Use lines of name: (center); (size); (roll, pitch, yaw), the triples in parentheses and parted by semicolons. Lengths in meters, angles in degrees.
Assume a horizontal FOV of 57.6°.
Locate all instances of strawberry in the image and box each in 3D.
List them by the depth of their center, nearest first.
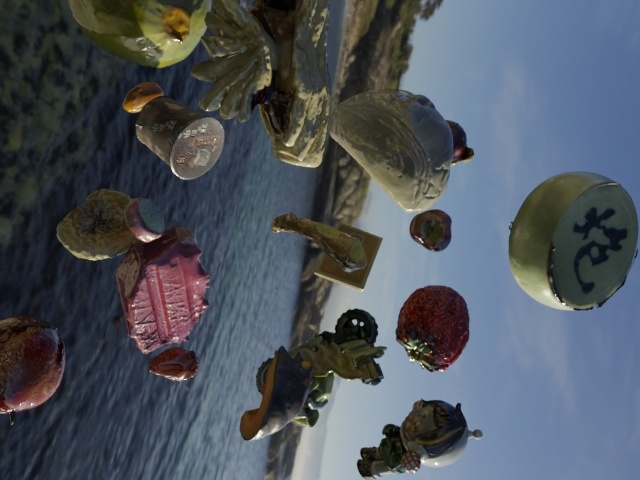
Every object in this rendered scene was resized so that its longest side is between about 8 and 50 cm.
strawberry: (-0.428, 0.368, 1.719); (0.048, 0.152, 0.104); (7, -81, 60)
strawberry: (0.405, 0.293, 2.016); (0.288, 0.238, 0.250); (-44, 140, -24)

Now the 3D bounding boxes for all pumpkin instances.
pumpkin: (-0.088, 0.394, 1.374); (0.254, 0.130, 0.149); (-61, -158, 23)

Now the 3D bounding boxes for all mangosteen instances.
mangosteen: (0.464, -0.344, 2.108); (0.166, 0.180, 0.166); (-40, -155, 23)

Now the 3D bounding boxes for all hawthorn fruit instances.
hawthorn fruit: (-0.919, 0.367, 1.722); (0.316, 0.315, 0.316); (11, 90, -88)

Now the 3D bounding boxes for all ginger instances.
ginger: (0.000, 0.000, 1.640); (0.086, 0.294, 0.131); (-61, 171, -27)

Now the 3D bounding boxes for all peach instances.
peach: (0.382, -0.029, 2.003); (0.152, 0.152, 0.152); (11, 90, -88)

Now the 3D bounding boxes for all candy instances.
candy: (-0.396, -0.047, 1.310); (0.103, 0.043, 0.103); (56, 20, -32)

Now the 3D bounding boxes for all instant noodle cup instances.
instant noodle cup: (-0.445, -0.331, 1.815); (0.217, 0.207, 0.217); (-41, 151, -29)

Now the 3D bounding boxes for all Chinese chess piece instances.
Chinese chess piece: (0.636, 0.003, 1.451); (0.146, 0.349, 0.349); (27, -71, 58)

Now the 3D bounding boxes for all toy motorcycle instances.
toy motorcycle: (0.009, 0.375, 1.672); (0.237, 0.410, 0.168); (60, 13, 21)

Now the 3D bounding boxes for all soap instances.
soap: (-0.395, 0.122, 1.456); (0.127, 0.220, 0.325); (46, -35, 36)

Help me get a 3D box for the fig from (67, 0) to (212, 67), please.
fig: (-0.397, -0.555, 1.323); (0.343, 0.343, 0.343); (11, 90, -88)

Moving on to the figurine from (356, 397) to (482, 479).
figurine: (0.268, 0.572, 1.644); (0.370, 0.167, 0.281); (-34, -171, 25)

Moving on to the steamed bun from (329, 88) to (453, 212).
steamed bun: (0.231, -0.283, 1.648); (0.236, 0.383, 0.247); (-49, 171, 37)

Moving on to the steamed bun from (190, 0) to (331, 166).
steamed bun: (-0.115, -0.367, 1.181); (0.189, 0.247, 0.428); (-23, 119, -62)

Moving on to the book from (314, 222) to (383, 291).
book: (0.098, 0.050, 1.931); (0.018, 0.170, 0.242); (100, 13, -49)

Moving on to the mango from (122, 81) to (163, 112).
mango: (-0.670, -0.540, 2.207); (0.159, 0.084, 0.105); (-40, 160, -20)

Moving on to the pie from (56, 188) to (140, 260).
pie: (-0.553, -0.036, 1.501); (0.218, 0.185, 0.052); (-61, -176, -40)
